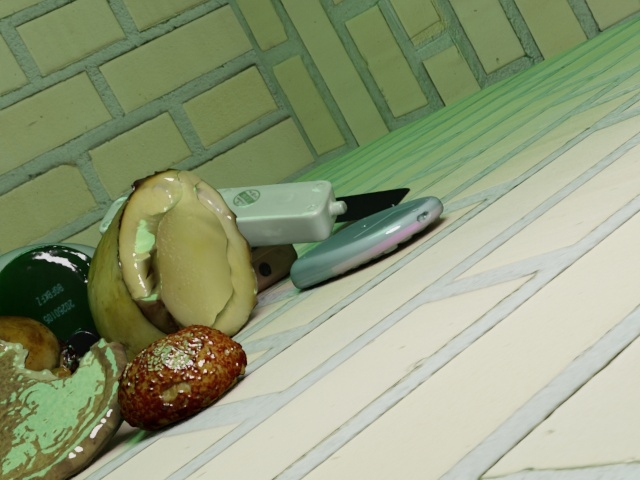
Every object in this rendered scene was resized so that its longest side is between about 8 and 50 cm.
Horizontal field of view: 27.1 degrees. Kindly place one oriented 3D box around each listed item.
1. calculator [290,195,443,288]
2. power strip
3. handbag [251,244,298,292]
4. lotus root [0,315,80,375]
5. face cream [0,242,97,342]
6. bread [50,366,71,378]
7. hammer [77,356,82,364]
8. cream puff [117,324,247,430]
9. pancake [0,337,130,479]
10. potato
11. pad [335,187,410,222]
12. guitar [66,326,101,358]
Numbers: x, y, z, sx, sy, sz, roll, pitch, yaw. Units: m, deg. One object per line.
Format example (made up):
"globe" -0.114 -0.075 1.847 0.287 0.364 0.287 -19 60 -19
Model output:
"calculator" 0.054 0.003 1.832 0.185 0.041 0.299 -33 6 -34
"power strip" -0.143 -0.032 1.984 0.385 0.062 0.091 -4 37 19
"handbag" -0.210 0.057 2.150 0.302 0.149 0.283 -33 5 -18
"lotus root" -0.497 0.195 1.975 0.314 0.141 0.169 -3 -58 -43
"face cream" -0.470 0.113 2.360 0.312 0.219 0.357 0 -2 -9
"bread" -0.411 0.241 1.874 0.128 0.069 0.140 -35 7 -40
"hammer" -0.365 0.204 1.614 0.335 0.119 0.206 -17 15 33
"cream puff" -0.154 0.142 1.429 0.149 0.084 0.149 -27 5 3
"pancake" -0.347 0.195 1.504 0.286 0.033 0.288 -35 39 -11
"potato" -0.227 0.062 1.858 0.242 0.285 0.242 -12 -31 -7
"pad" -0.012 -0.021 2.299 0.323 0.055 0.250 -27 6 19
"guitar" -0.456 0.239 2.137 0.271 0.084 0.038 -35 7 6
